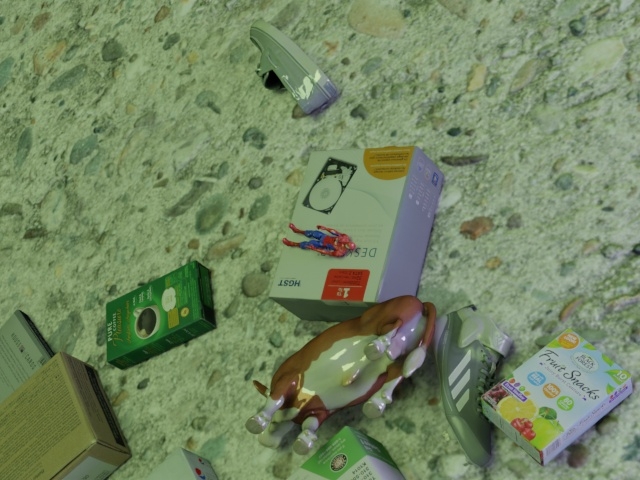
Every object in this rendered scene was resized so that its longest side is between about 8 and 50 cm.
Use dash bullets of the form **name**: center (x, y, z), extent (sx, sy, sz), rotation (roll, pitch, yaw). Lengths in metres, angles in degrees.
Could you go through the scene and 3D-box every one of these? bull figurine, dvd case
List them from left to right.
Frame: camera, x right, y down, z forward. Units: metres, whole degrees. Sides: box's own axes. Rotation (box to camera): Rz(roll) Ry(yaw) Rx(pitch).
- **dvd case**: center (-0.544, 0.255, 1.718), extent (0.238, 0.029, 0.179), rotation (-49, 48, 0)
- **bull figurine**: center (0.011, 0.175, 1.270), extent (0.310, 0.101, 0.188), rotation (-39, 7, 22)

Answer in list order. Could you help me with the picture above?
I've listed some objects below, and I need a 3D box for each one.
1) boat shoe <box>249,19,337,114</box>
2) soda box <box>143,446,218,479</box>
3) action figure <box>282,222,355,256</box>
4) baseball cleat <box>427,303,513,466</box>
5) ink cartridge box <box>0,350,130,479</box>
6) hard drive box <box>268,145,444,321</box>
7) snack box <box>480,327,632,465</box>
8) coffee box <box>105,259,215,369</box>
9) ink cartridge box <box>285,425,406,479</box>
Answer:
- **boat shoe**: center (-0.065, -0.280, 1.663), extent (0.081, 0.079, 0.227), rotation (-43, 51, 0)
- **soda box**: center (-0.236, 0.385, 1.404), extent (0.216, 0.069, 0.074), rotation (-43, 48, 6)
- **action figure**: center (0.000, 0.000, 1.373), extent (0.115, 0.030, 0.038), rotation (10, 66, 37)
- **baseball cleat**: center (0.188, 0.165, 1.237), extent (0.109, 0.072, 0.205), rotation (-29, 52, 19)
- **ink cartridge box**: center (-0.424, 0.318, 1.559), extent (0.235, 0.088, 0.193), rotation (-41, 50, 7)
- **hard drive box**: center (0.052, -0.007, 1.419), extent (0.181, 0.089, 0.232), rotation (0, 65, 35)
- **snack box**: center (0.268, 0.176, 1.168), extent (0.141, 0.037, 0.100), rotation (-34, 47, -16)
- **coffee box**: center (-0.250, 0.116, 1.588), extent (0.184, 0.040, 0.113), rotation (-26, 52, 19)
- **ink cartridge box**: center (0.048, 0.357, 1.208), extent (0.160, 0.092, 0.219), rotation (-44, 48, 6)
